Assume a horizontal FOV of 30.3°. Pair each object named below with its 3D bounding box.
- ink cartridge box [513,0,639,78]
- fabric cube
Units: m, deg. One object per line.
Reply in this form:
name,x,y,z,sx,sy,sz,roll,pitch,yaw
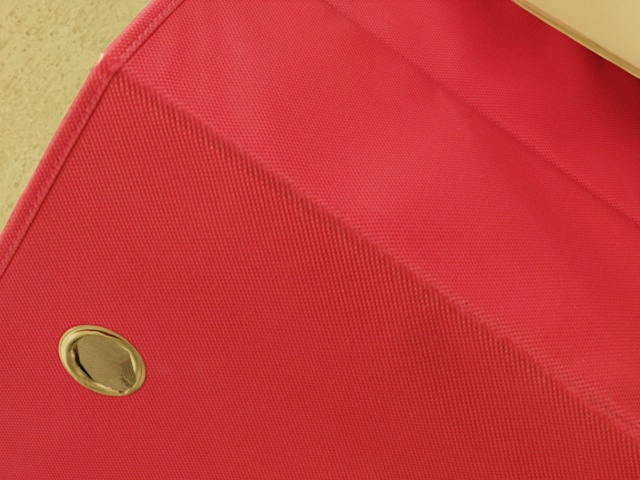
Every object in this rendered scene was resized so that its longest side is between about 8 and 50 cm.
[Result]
ink cartridge box,0.184,-0.198,0.549,0.171,0.168,0.232,-53,20,36
fabric cube,0.006,0.019,0.570,0.254,0.258,0.259,-50,7,38
